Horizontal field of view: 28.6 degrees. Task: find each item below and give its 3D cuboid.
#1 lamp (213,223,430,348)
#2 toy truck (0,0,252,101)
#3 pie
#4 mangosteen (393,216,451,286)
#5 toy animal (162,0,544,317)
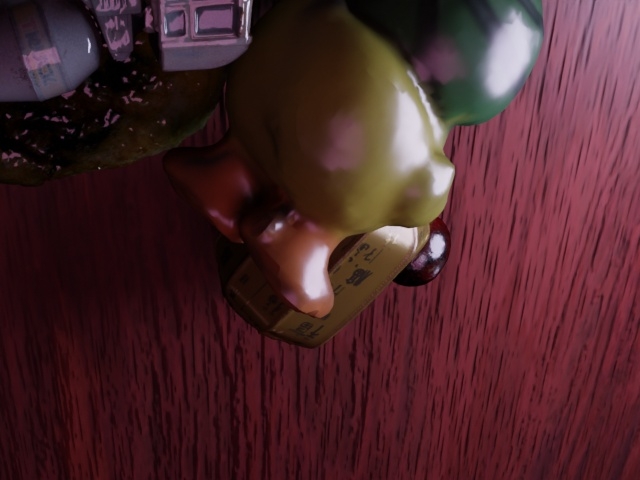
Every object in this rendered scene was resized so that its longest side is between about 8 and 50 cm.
[{"bbox_3d":[0.000,0.000,1.173,0.161,0.161,0.185,27,121,-34],"label":"lamp"},{"bbox_3d":[-0.174,-0.168,0.906,0.256,0.108,0.140,-6,117,-14],"label":"toy truck"},{"bbox_3d":[-0.225,-0.157,1.021,0.323,0.071,0.323,-9,133,-10],"label":"pie"},{"bbox_3d":[0.091,0.007,1.257,0.081,0.081,0.081,-9,132,-10],"label":"mangosteen"},{"bbox_3d":[0.033,-0.124,1.004,0.338,0.216,0.191,-46,155,-5],"label":"toy animal"}]
